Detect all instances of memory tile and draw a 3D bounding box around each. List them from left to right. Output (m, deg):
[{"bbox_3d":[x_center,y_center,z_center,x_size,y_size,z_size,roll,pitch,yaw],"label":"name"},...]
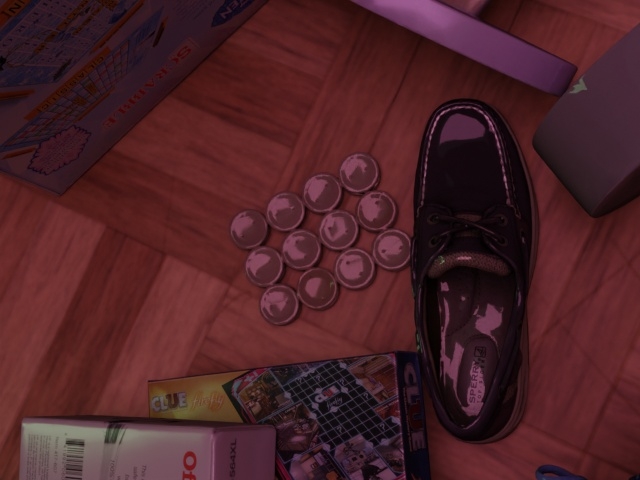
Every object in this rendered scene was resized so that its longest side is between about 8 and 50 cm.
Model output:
[{"bbox_3d":[0.000,0.000,0.913,0.148,0.012,0.113,-26,76,8],"label":"memory tile"}]

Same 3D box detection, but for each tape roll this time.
[{"bbox_3d":[0.262,-0.109,0.757,0.219,0.219,0.072,-37,76,6],"label":"tape roll"}]

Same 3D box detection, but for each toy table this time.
[{"bbox_3d":[0.100,-0.244,0.824,0.274,0.252,0.160,25,105,1],"label":"toy table"}]

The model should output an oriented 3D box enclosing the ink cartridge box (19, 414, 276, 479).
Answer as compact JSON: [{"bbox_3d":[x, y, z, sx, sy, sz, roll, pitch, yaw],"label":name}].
[{"bbox_3d":[-0.140,0.215,0.827,0.203,0.086,0.148,-2,82,32],"label":"ink cartridge box"}]

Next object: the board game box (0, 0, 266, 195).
[{"bbox_3d":[-0.188,-0.191,0.832,0.319,0.318,0.066,-42,73,4],"label":"board game box"}]

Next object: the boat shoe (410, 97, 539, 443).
[{"bbox_3d":[0.121,0.019,0.837,0.103,0.092,0.285,0,83,12],"label":"boat shoe"}]

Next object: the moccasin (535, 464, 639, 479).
[{"bbox_3d":[0.171,0.227,0.733,0.138,0.116,0.342,37,115,-22],"label":"moccasin"}]

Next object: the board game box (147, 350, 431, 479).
[{"bbox_3d":[-0.030,0.182,0.840,0.243,0.042,0.165,-10,79,31],"label":"board game box"}]
